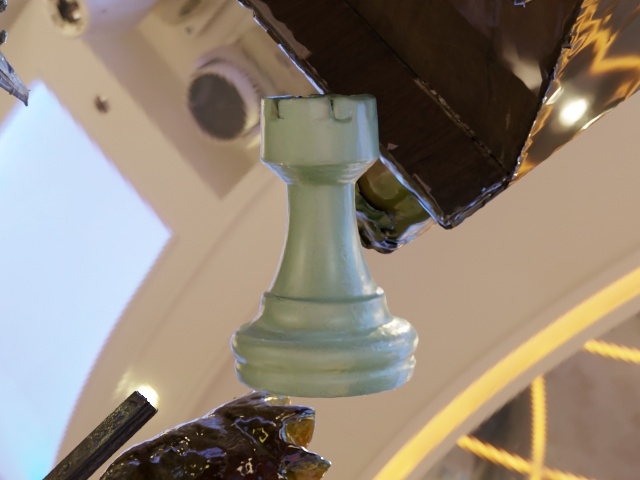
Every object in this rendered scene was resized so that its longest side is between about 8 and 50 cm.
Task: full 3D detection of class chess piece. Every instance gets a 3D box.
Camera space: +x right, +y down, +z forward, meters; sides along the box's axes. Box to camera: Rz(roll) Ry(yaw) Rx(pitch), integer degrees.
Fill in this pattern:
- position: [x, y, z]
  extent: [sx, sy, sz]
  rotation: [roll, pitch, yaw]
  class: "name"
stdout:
- position: [0.000, 0.000, 0.506]
  extent: [0.067, 0.067, 0.103]
  rotation: [2, -82, 33]
  class: "chess piece"

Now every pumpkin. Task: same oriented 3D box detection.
- position: [-0.094, 0.212, 1.094]
  extent: [0.149, 0.254, 0.130]
  rotation: [22, -24, -28]
  class: "pumpkin"

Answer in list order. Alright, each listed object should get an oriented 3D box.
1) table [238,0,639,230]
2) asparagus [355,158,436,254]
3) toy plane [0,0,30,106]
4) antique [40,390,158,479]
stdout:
- position: [0.074, -0.149, 0.528]
  extent: [0.172, 0.193, 0.169]
  rotation: [49, -18, 17]
  class: "table"
- position: [0.149, -0.121, 1.078]
  extent: [0.382, 0.128, 0.108]
  rotation: [-37, -92, 42]
  class: "asparagus"
- position: [-0.358, -0.172, 1.416]
  extent: [0.058, 0.226, 0.226]
  rotation: [41, -66, 23]
  class: "toy plane"
- position: [-0.200, 0.186, 1.079]
  extent: [0.015, 0.192, 0.031]
  rotation: [55, -19, -27]
  class: "antique"
